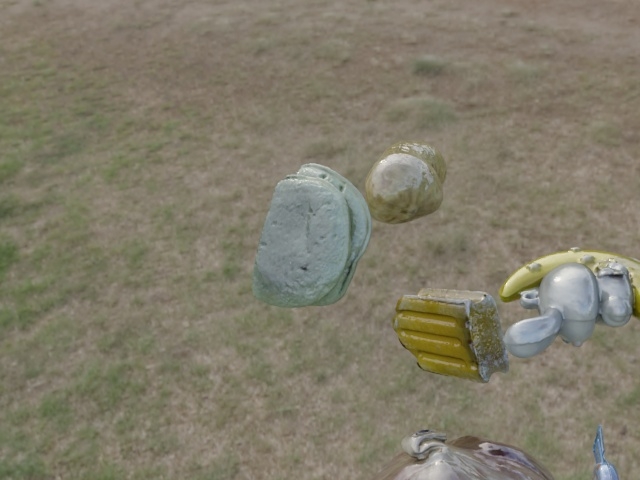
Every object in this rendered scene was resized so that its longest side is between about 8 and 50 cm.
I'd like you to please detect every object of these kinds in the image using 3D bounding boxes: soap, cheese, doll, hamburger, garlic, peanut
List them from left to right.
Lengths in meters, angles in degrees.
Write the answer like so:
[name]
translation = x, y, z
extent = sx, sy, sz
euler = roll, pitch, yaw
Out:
[hamburger]
translation = -0.002, 0.000, 0.661
extent = 0.084, 0.121, 0.054
euler = 15, 5, 42
[peanut]
translation = 0.156, -0.105, 1.460
extent = 0.137, 0.122, 0.253
euler = 37, 29, -2
[soap]
translation = 0.239, 0.175, 1.584
extent = 0.080, 0.160, 0.258
euler = -18, 9, -27
[garlic]
translation = 0.201, 0.403, 1.198
extent = 0.322, 0.240, 0.322
euler = 14, 6, -2
[doll]
translation = 0.374, 0.085, 1.178
extent = 0.238, 0.111, 0.252
euler = 0, 26, 7
[cheese]
translation = 0.712, 0.594, 2.064
extent = 0.052, 0.135, 0.244
euler = 1, 42, 6
